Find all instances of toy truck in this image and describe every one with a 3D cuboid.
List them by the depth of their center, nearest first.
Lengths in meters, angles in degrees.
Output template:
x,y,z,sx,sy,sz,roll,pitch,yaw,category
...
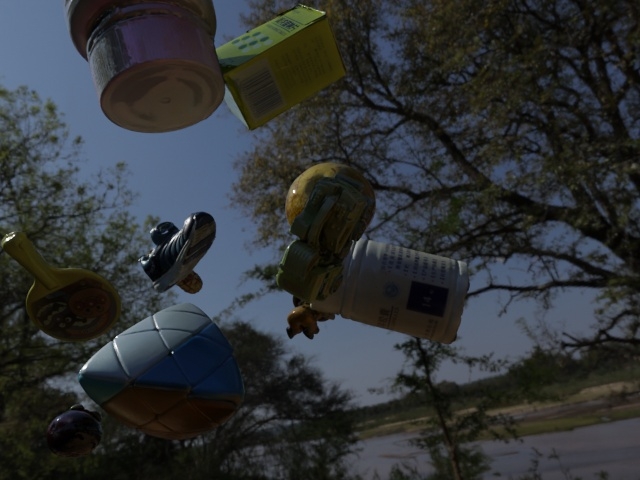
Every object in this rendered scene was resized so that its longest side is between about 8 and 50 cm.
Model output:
x,y,z,sx,sy,sz,roll,pitch,yaw,category
0.000,0.000,0.716,0.116,0.085,0.191,-20,-44,-64,toy truck

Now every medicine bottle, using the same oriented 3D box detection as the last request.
x,y,z,sx,sy,sz,roll,pitch,yaw,category
-0.310,-0.382,0.876,0.256,0.325,0.256,-17,-16,-5,medicine bottle
-0.091,-0.359,1.020,0.250,0.137,0.141,-32,-51,-8,medicine bottle
0.148,0.103,1.121,0.332,0.190,0.190,13,-19,8,medicine bottle

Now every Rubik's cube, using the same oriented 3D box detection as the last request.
x,y,z,sx,sy,sz,roll,pitch,yaw,category
-0.241,0.228,0.850,0.254,0.254,0.254,-10,-21,-4,Rubik's cube

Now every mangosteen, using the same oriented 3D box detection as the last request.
x,y,z,sx,sy,sz,roll,pitch,yaw,category
-0.717,0.557,1.455,0.152,0.152,0.152,-10,-21,-4,mangosteen

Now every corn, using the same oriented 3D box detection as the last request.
x,y,z,sx,sy,sz,roll,pitch,yaw,category
-0.493,0.105,1.677,0.079,0.079,0.237,-20,-39,22,corn

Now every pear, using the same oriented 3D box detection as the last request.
x,y,z,sx,sy,sz,roll,pitch,yaw,category
0.034,-0.101,1.502,0.281,0.280,0.281,-10,-21,-4,pear

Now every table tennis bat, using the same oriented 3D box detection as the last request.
x,y,z,sx,sy,sz,roll,pitch,yaw,category
-0.673,0.125,1.278,0.224,0.054,0.368,-26,-56,-3,table tennis bat

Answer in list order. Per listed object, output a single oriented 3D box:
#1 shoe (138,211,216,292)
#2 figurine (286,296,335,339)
x,y,z,sx,sy,sz,roll,pitch,yaw,category
-0.278,0.011,0.943,0.207,0.106,0.091,-42,1,32,shoe
-0.021,0.224,1.718,0.192,0.167,0.257,-29,4,28,figurine
